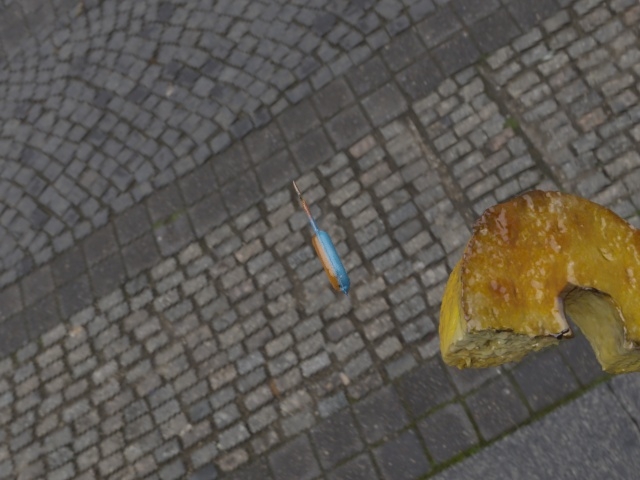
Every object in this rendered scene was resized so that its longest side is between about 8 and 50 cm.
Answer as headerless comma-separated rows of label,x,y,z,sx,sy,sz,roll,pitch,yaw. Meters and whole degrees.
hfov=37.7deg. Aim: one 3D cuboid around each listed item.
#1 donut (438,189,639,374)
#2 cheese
donut,0.213,0.037,0.833,0.259,0.101,0.152,6,60,-20
cheese,0.001,0.000,0.784,0.017,0.047,0.111,-24,74,-2
